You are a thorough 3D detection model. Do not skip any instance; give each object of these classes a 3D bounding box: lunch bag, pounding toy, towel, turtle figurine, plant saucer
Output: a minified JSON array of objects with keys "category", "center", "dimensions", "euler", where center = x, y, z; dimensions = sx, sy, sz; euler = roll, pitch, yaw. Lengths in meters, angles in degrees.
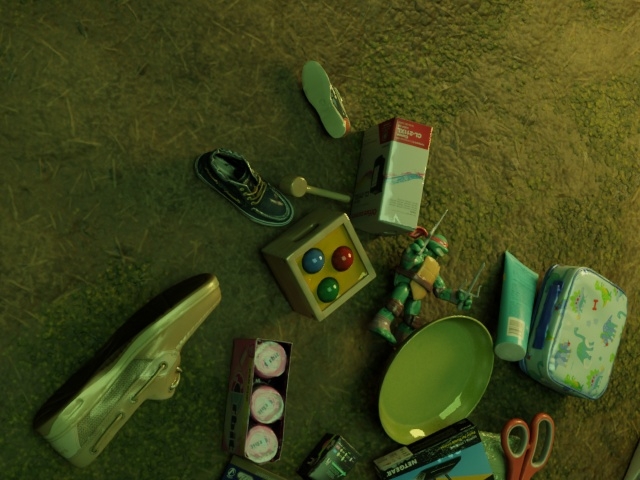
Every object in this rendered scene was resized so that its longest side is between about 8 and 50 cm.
[{"category":"lunch bag","center":[0.448,0.160,1.864],"dimensions":[0.176,0.090,0.219],"euler":[26,77,-34]},{"category":"pounding toy","center":[0.005,-0.010,1.671],"dimensions":[0.181,0.094,0.206],"euler":[-38,117,-21]},{"category":"towel","center":[0.292,0.386,1.828],"dimensions":[0.148,0.027,0.110],"euler":[14,79,-22]},{"category":"turtle figurine","center":[0.173,0.070,1.751],"dimensions":[0.175,0.118,0.234],"euler":[33,84,-29]},{"category":"plant saucer","center":[0.185,0.226,1.744],"dimensions":[0.241,0.037,0.241],"euler":[-16,122,-29]}]

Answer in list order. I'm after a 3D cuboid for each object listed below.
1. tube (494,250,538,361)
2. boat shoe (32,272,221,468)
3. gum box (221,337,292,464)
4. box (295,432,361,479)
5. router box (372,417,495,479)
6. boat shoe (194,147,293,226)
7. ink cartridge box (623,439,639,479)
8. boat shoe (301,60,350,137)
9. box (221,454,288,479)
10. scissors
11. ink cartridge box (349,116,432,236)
[{"category":"tube","center":[0.341,0.113,1.830],"dimensions":[0.080,0.052,0.207],"euler":[38,45,-22]},{"category":"boat shoe","center":[-0.265,0.188,1.563],"dimensions":[0.341,0.122,0.110],"euler":[-43,107,-10]},{"category":"gum box","center":[-0.100,0.247,1.627],"dimensions":[0.062,0.107,0.188],"euler":[9,83,-22]},{"category":"box","center":[0.013,0.359,1.690],"dimensions":[0.052,0.062,0.083],"euler":[45,70,-13]},{"category":"router box","center":[0.192,0.392,1.745],"dimensions":[0.179,0.046,0.133],"euler":[-23,105,-10]},{"category":"boat shoe","center":[-0.112,-0.081,1.661],"dimensions":[0.183,0.083,0.065],"euler":[32,74,-18]},{"category":"ink cartridge box","center":[0.742,0.550,1.931],"dimensions":[0.395,0.166,0.285],"euler":[32,74,-17]},{"category":"boat shoe","center":[0.011,-0.235,1.750],"dimensions":[0.137,0.049,0.043],"euler":[64,25,-4]},{"category":"box","center":[-0.125,0.454,1.590],"dimensions":[0.225,0.136,0.036],"euler":[-64,146,-14]},{"category":"scissors","center":[0.341,0.443,1.822],"dimensions":[0.109,0.021,0.297],"euler":[6,94,-28]},{"category":"ink cartridge box","center":[0.115,-0.102,1.735],"dimensions":[0.072,0.127,0.175],"euler":[13,80,-21]}]
